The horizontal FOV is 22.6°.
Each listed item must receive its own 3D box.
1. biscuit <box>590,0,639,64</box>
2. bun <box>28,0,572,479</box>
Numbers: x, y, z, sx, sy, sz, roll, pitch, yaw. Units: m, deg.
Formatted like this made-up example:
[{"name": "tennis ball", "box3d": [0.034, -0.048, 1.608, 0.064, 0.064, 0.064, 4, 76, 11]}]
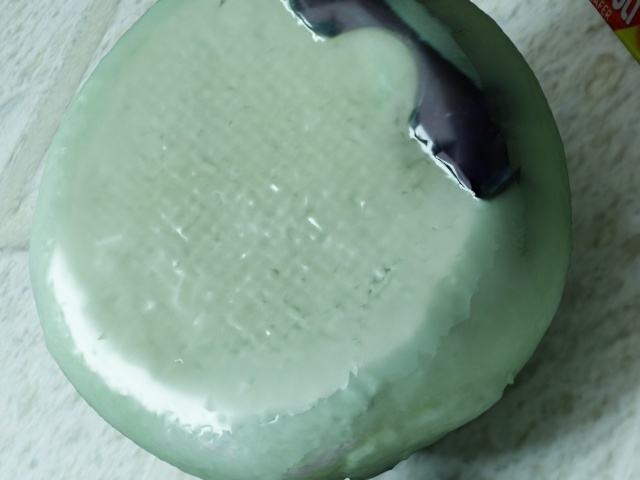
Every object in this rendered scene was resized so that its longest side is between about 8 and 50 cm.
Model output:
[{"name": "biscuit", "box3d": [0.184, -0.112, 0.871, 0.048, 0.026, 0.292, -59, 30, 26]}, {"name": "bun", "box3d": [0.000, 0.000, 0.854, 0.293, 0.187, 0.293, -9, 68, 22]}]
